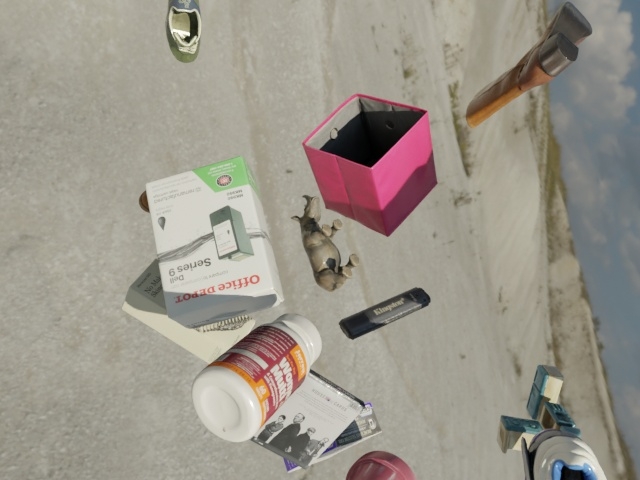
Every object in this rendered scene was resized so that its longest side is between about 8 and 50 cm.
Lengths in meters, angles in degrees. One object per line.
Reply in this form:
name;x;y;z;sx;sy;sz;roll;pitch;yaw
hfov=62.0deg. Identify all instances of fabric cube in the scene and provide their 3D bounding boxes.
fabric cube;0.146;-0.218;1.503;0.254;0.259;0.258;-47;141;-22

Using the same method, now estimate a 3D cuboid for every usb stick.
usb stick;0.185;0.205;1.517;0.077;0.277;0.045;46;-30;51

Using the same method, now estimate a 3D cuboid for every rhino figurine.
rhino figurine;0.000;0.000;1.161;0.073;0.106;0.243;-1;58;-40

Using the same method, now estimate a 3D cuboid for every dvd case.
dvd case;-0.033;0.440;1.301;0.179;0.239;0.030;35;14;-17

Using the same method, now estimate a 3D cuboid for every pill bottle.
pill bottle;-0.091;0.206;0.849;0.221;0.121;0.121;-33;105;-56

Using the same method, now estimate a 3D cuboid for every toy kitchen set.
toy kitchen set;0.456;0.362;1.160;0.207;0.165;0.122;-79;178;-76

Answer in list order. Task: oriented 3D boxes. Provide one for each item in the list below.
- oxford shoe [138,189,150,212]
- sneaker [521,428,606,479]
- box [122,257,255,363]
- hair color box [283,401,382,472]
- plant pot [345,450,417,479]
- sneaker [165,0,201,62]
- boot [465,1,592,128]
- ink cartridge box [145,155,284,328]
oxford shoe;-0.299;-0.111;1.197;0.076;0.212;0.076;-26;-100;65
sneaker;0.391;0.478;0.862;0.236;0.130;0.323;35;58;-72
box;-0.296;0.169;1.207;0.275;0.094;0.113;32;41;-4
hair color box;0.024;0.648;1.748;0.185;0.339;0.110;-3;61;-37
plant pot;0.135;0.678;1.384;0.180;0.201;0.202;-7;80;-61
sneaker;-0.249;-0.376;0.963;0.192;0.064;0.086;116;-30;-60
boot;0.488;-0.408;1.264;0.096;0.280;0.264;35;56;-14
ink cartridge box;-0.210;0.006;1.066;0.121;0.211;0.289;74;0;-71
